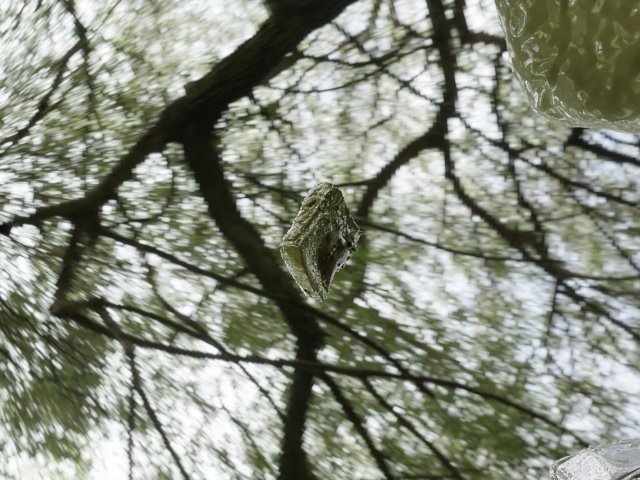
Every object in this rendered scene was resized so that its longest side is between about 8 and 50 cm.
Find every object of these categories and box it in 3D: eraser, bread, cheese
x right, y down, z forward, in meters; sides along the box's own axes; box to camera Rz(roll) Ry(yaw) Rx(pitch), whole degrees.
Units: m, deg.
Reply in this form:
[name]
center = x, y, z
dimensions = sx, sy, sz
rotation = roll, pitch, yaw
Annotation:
[eraser]
center = 0.359, 0.218, 1.427
dimensions = 0.243, 0.204, 0.059
rotation = -12, -84, -5
[bread]
center = 0.000, 0.000, 1.207
dimensions = 0.083, 0.035, 0.070
rotation = -57, -42, -34
[cheese]
center = 0.306, -0.264, 1.441
dimensions = 0.115, 0.318, 0.326
rotation = 4, -123, -49
